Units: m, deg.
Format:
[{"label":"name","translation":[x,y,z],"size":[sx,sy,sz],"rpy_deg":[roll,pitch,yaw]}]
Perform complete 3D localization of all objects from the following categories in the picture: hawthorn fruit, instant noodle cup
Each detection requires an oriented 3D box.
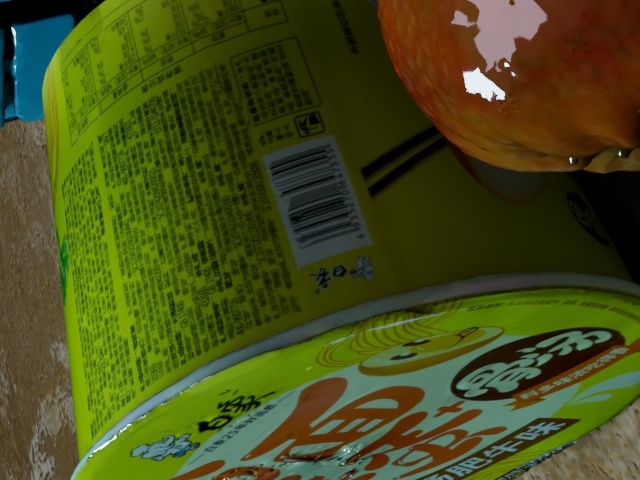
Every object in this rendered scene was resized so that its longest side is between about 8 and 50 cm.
[{"label":"hawthorn fruit","translation":[0.107,-0.135,0.754],"size":[0.196,0.197,0.225],"rpy_deg":[142,122,-64]},{"label":"instant noodle cup","translation":[0.000,0.000,0.977],"size":[0.311,0.311,0.221],"rpy_deg":[119,139,-58]}]

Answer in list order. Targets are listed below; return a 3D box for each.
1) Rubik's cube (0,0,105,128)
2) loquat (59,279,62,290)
[{"label":"Rubik's cube","translation":[-0.217,-0.256,1.234],"size":[0.293,0.288,0.283],"rpy_deg":[57,150,35]},{"label":"loquat","translation":[-0.045,0.076,1.212],"size":[0.238,0.193,0.238],"rpy_deg":[45,164,16]}]
